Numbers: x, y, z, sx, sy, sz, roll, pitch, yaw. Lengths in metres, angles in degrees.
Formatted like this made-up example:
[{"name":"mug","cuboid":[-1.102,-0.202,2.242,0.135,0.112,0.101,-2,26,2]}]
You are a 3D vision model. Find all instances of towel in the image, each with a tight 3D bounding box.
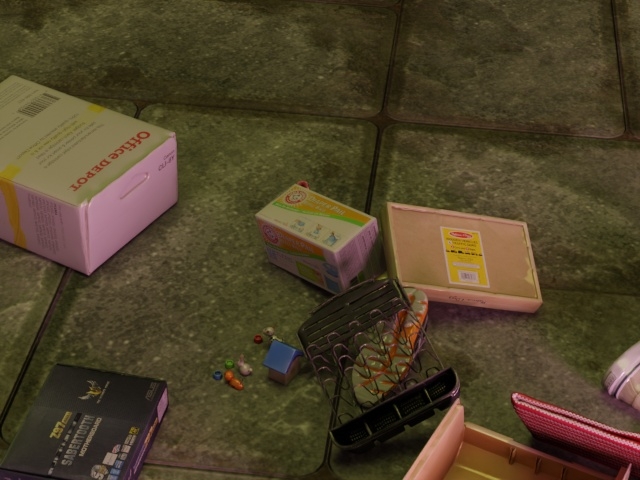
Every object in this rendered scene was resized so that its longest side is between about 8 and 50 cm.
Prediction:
[{"name":"towel","cuboid":[0.374,0.275,1.855,0.198,0.275,0.031,18,78,21]}]

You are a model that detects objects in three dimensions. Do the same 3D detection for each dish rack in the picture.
[{"name":"dish rack","cuboid":[0.077,0.177,2.011,0.208,0.074,0.272,-28,55,2]}]

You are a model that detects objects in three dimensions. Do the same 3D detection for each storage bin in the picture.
[{"name":"storage bin","cuboid":[0.259,0.367,1.811,0.262,0.123,0.260,19,41,22]}]

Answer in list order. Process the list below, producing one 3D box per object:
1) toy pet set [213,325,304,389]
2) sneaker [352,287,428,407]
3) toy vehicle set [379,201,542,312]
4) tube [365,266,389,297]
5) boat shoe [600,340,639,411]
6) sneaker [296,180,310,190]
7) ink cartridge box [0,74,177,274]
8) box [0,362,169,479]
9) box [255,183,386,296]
[{"name":"toy pet set","cuboid":[-0.092,0.181,2.093,0.114,0.065,0.122,22,42,25]},{"name":"sneaker","cuboid":[0.120,0.180,2.096,0.084,0.083,0.215,17,58,25]},{"name":"toy vehicle set","cuboid":[0.236,0.029,2.226,0.266,0.035,0.166,8,55,-19]},{"name":"tube","cuboid":[0.148,0.053,2.279,0.240,0.062,0.070,-11,-3,-7]},{"name":"boat shoe","cuboid":[0.573,0.177,2.109,0.302,0.109,0.094,-33,64,-25]},{"name":"sneaker","cuboid":[-0.036,-0.065,2.427,0.047,0.057,0.119,3,38,-1]},{"name":"ink cartridge box","cuboid":[-0.490,-0.125,2.404,0.384,0.160,0.279,20,42,23]},{"name":"box","cuboid":[-0.344,0.287,1.950,0.183,0.059,0.233,8,37,10]},{"name":"box","cuboid":[0.000,0.000,2.263,0.203,0.114,0.103,24,53,41]}]
